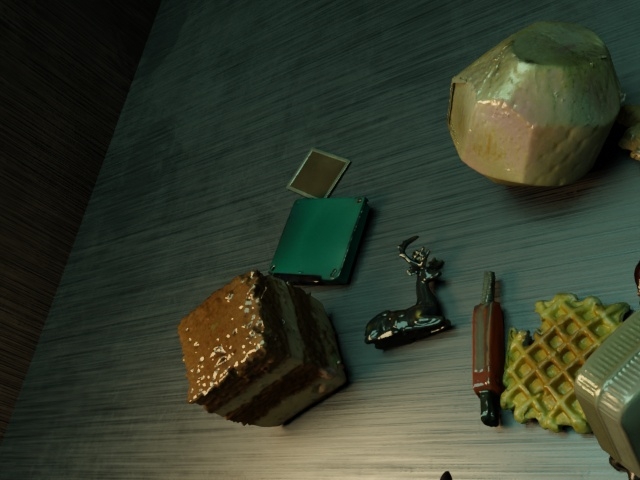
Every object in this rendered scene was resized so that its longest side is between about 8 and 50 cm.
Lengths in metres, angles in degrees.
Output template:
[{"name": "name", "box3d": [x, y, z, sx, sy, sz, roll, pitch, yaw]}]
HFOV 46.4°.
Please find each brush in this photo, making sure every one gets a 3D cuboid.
[{"name": "brush", "box3d": [0.322, 0.202, 1.444, 0.051, 0.070, 0.323, -16, 49, 34]}]

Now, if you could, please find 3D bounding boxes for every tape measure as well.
[{"name": "tape measure", "box3d": [0.510, 0.222, 1.138, 0.231, 0.271, 0.133, -41, 37, -9]}]

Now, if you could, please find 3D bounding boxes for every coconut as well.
[{"name": "coconut", "box3d": [0.423, -0.263, 1.512, 0.353, 0.353, 0.352, -25, 48, 30]}]

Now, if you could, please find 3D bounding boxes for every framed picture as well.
[{"name": "framed picture", "box3d": [-0.007, -0.182, 2.078, 0.183, 0.011, 0.142, 26, 82, 49]}]

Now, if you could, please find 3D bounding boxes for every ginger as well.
[{"name": "ginger", "box3d": [0.620, -0.168, 1.416, 0.089, 0.075, 0.288, -8, 49, 13]}]

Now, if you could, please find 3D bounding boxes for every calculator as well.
[{"name": "calculator", "box3d": [0.000, 0.000, 1.905, 0.274, 0.058, 0.248, -3, 62, 43]}]

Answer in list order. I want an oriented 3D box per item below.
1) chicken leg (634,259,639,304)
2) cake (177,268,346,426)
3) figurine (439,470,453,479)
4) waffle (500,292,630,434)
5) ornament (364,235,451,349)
[{"name": "chicken leg", "box3d": [0.596, 0.068, 1.289, 0.106, 0.051, 0.253, 18, 78, 43]}, {"name": "cake", "box3d": [-0.133, 0.252, 1.673, 0.282, 0.290, 0.255, -37, 41, 20]}, {"name": "figurine", "box3d": [0.191, 0.544, 1.279, 0.365, 0.206, 0.218, -45, 10, 48]}, {"name": "waffle", "box3d": [0.441, 0.213, 1.331, 0.250, 0.056, 0.261, -7, 56, 41]}, {"name": "ornament", "box3d": [0.182, 0.109, 1.638, 0.202, 0.080, 0.236, -21, 52, 29]}]
